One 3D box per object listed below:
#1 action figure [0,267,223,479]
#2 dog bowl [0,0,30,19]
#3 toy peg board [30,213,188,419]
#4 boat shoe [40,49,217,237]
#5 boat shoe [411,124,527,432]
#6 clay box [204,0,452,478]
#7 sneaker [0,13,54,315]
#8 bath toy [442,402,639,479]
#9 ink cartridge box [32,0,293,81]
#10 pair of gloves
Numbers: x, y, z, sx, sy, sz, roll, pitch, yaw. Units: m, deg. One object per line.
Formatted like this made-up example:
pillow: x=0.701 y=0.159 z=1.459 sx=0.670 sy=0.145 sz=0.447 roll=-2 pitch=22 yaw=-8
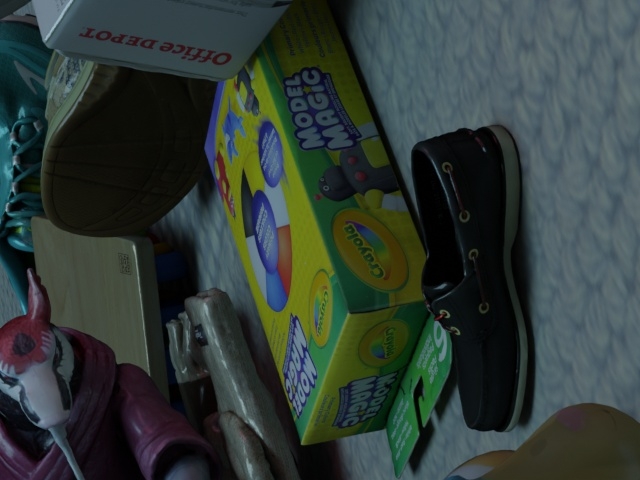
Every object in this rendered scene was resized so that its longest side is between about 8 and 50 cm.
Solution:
action figure: x=-0.130 y=0.162 z=1.189 sx=0.276 sy=0.248 sz=0.370 roll=-74 pitch=-22 yaw=-56
dog bowl: x=-0.254 y=-0.254 z=1.129 sx=0.104 sy=0.265 sz=0.265 roll=78 pitch=178 yaw=-73
toy peg board: x=-0.131 y=0.062 z=1.394 sx=0.160 sy=0.079 sz=0.161 roll=12 pitch=111 yaw=55
boat shoe: x=-0.110 y=-0.117 z=1.191 sx=0.285 sy=0.104 sz=0.089 roll=116 pitch=152 yaw=-42
boat shoe: x=0.061 y=0.019 z=0.807 sx=0.049 sy=0.042 sz=0.133 roll=-150 pitch=52 yaw=-65
clay box: x=0.000 y=0.000 z=0.962 sx=0.127 sy=0.053 sz=0.222 roll=107 pitch=150 yaw=-53
sneaker: x=-0.209 y=-0.042 z=1.474 sx=0.110 sy=0.107 sz=0.275 roll=-76 pitch=-21 yaw=-60
bath toy: x=0.059 y=0.189 z=0.750 sx=0.348 sy=0.129 sz=0.151 roll=109 pitch=147 yaw=-57
ink cartridge box: x=-0.055 y=-0.150 z=0.890 sx=0.150 sy=0.109 sz=0.063 roll=-48 pitch=49 yaw=37
pair of gloves: x=-0.043 y=0.132 z=1.170 sx=0.240 sy=0.042 sz=0.204 roll=138 pitch=116 yaw=-76
